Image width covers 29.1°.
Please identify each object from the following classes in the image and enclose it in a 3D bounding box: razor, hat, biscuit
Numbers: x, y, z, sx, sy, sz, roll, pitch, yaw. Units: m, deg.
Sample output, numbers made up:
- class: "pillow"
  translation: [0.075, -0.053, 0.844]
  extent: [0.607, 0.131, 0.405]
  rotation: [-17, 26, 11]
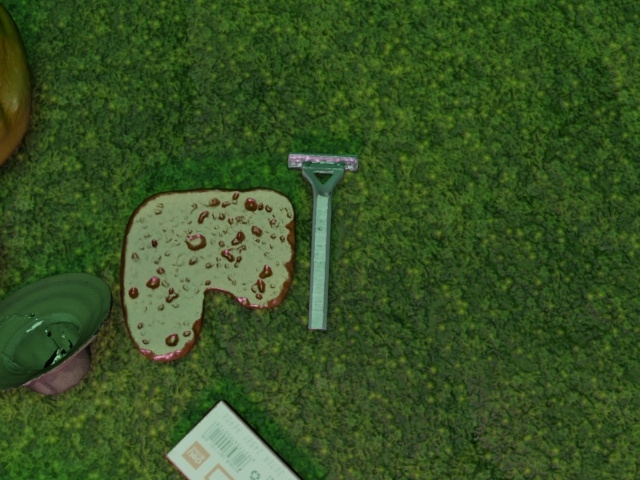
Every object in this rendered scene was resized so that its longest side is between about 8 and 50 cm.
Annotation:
- class: "razor"
  translation: [0.001, -0.001, 1.911]
  extent: [0.111, 0.056, 0.277]
  rotation: [2, 80, -3]
- class: "hat"
  translation: [-0.400, 0.167, 1.837]
  extent: [0.252, 0.252, 0.110]
  rotation: [-28, 125, -6]
- class: "biscuit"
  translation: [-0.170, 0.050, 1.901]
  extent: [0.277, 0.052, 0.262]
  rotation: [-5, 84, -2]

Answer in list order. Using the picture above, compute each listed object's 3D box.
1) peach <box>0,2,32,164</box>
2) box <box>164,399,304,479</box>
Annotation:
- class: "peach"
  translation: [-0.588, -0.241, 1.820]
  extent: [0.282, 0.314, 0.315]
  rotation: [5, 68, 28]
- class: "box"
  translation: [-0.111, 0.359, 1.849]
  extent: [0.229, 0.050, 0.123]
  rotation: [44, 84, 5]
